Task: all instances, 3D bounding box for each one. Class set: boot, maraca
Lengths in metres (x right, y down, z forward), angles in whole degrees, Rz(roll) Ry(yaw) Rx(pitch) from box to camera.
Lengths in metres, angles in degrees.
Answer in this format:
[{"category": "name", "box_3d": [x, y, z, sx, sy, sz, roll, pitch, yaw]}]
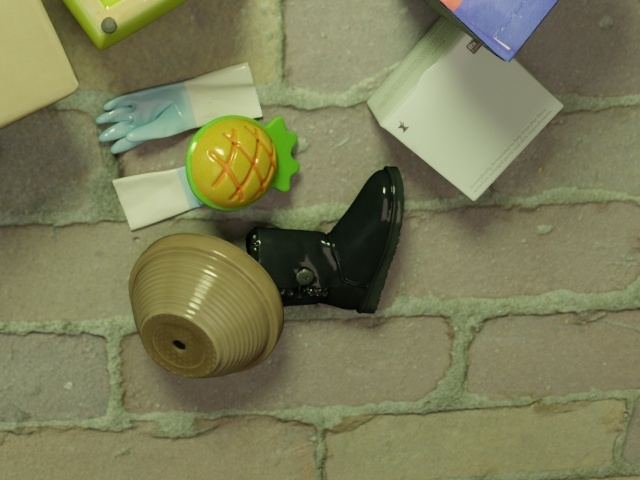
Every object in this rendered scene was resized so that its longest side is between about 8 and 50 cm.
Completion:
[{"category": "boot", "box_3d": [0.000, 0.000, 1.262, 0.207, 0.094, 0.247, 5, 120, -14]}, {"category": "maraca", "box_3d": [-0.102, -0.107, 1.176, 0.185, 0.099, 0.127, -15, 109, -39]}]

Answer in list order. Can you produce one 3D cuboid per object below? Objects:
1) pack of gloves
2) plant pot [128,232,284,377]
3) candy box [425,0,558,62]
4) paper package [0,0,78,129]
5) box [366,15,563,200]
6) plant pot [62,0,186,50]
[{"category": "pack of gloves", "box_3d": [-0.186, -0.122, 1.209, 0.232, 0.046, 0.195, -15, 115, -1]}, {"category": "plant pot", "box_3d": [-0.179, 0.115, 1.233, 0.237, 0.110, 0.237, 10, 125, 15]}, {"category": "candy box", "box_3d": [0.216, -0.375, 0.996, 0.122, 0.317, 0.268, 33, 106, -20]}, {"category": "paper package", "box_3d": [-0.481, -0.239, 0.941, 0.324, 0.168, 0.310, -30, 121, -17]}, {"category": "box", "box_3d": [0.193, -0.187, 1.190, 0.182, 0.119, 0.181, 37, 105, -21]}, {"category": "plant pot", "box_3d": [-0.226, -0.363, 1.004, 0.227, 0.207, 0.228, -29, 116, 6]}]
